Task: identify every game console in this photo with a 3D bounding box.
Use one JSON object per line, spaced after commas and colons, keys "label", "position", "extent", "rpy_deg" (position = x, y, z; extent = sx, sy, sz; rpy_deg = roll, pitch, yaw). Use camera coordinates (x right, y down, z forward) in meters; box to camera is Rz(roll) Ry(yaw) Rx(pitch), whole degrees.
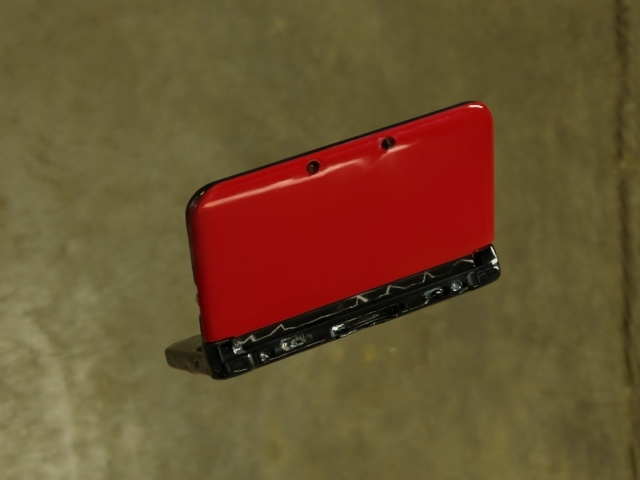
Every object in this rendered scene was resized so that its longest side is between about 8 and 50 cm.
{"label": "game console", "position": [0.000, 0.000, 0.742], "extent": [0.144, 0.124, 0.085], "rpy_deg": [-18, 95, -20]}
